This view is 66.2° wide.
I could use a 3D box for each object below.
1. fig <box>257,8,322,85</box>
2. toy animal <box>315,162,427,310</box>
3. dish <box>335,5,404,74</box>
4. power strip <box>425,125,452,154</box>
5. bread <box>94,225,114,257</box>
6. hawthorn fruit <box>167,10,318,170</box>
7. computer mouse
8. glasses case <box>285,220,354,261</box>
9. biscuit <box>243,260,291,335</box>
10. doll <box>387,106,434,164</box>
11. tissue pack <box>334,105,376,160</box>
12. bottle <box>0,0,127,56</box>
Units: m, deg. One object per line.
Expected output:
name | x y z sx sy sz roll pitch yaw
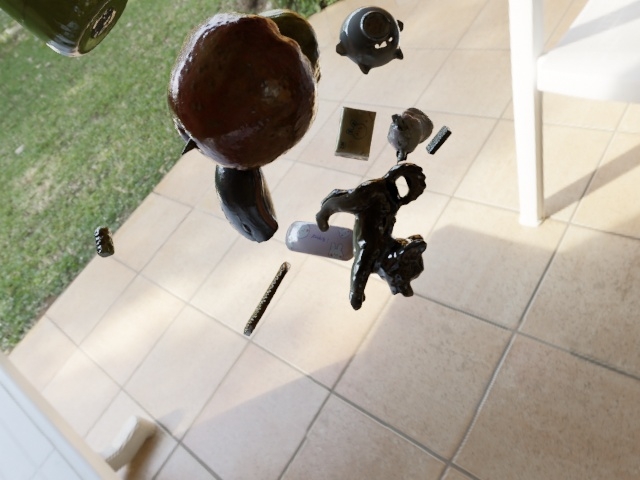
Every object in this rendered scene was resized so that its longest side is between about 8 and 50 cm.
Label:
fig | -0.165 -0.612 1.678 0.343 0.343 0.344 -16 49 19
toy animal | 0.172 -0.014 1.272 0.302 0.194 0.345 -24 90 15
dish | 0.176 -0.654 1.559 0.236 0.228 0.086 -50 2 -9
power strip | 0.414 -0.350 1.723 0.111 0.029 0.038 -52 37 38
bread | -0.766 0.000 1.740 0.066 0.060 0.111 -37 63 55
hawthorn fruit | -0.214 -0.356 1.250 0.402 0.403 0.403 -16 49 19
computer mouse | -0.243 -0.127 1.565 0.182 0.324 0.116 2 33 32
glasses case | 0.000 0.000 1.677 0.296 0.075 0.113 9 82 37
biscuit | -0.200 0.216 1.841 0.040 0.318 0.318 30 67 -2
doll | 0.277 -0.332 1.517 0.095 0.149 0.192 14 35 39
tissue pack | 0.141 -0.433 2.005 0.148 0.092 0.197 9 86 1
bottle | -0.324 -0.306 0.477 0.112 0.260 0.112 -44 20 20
